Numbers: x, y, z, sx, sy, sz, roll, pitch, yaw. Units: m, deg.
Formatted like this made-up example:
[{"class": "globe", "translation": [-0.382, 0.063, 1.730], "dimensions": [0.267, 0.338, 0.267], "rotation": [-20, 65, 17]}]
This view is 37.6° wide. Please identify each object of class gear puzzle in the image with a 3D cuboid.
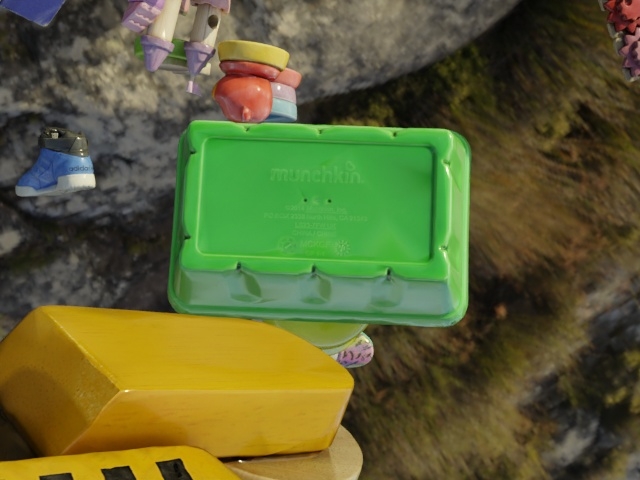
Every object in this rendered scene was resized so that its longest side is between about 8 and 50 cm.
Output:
[{"class": "gear puzzle", "translation": [0.541, -0.452, 1.582], "dimensions": [0.176, 0.338, 0.044], "rotation": [-24, -170, -14]}]

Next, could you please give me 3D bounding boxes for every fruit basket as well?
[{"class": "fruit basket", "translation": [0.000, 0.000, 1.168], "dimensions": [0.392, 0.282, 0.392], "rotation": [3, 172, 0]}]

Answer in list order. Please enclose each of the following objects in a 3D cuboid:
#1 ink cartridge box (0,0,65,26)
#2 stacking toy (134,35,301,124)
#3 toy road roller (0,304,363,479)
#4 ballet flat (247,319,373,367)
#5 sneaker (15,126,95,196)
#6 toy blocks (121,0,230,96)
[{"class": "ink cartridge box", "translation": [-0.253, -0.289, 0.739], "dimensions": [0.224, 0.045, 0.223], "rotation": [23, 118, -41]}, {"class": "stacking toy", "translation": [-0.182, -0.265, 1.677], "dimensions": [0.280, 0.130, 0.309], "rotation": [7, 179, 10]}, {"class": "toy road roller", "translation": [-0.084, 0.161, 0.357], "dimensions": [0.330, 0.241, 0.202], "rotation": [8, 106, -47]}, {"class": "ballet flat", "translation": [-0.033, 0.135, 1.369], "dimensions": [0.079, 0.222, 0.076], "rotation": [-26, 137, -61]}, {"class": "sneaker", "translation": [-0.346, -0.102, 1.213], "dimensions": [0.058, 0.084, 0.152], "rotation": [-6, 180, -44]}, {"class": "toy blocks", "translation": [-0.236, -0.389, 1.463], "dimensions": [0.289, 0.309, 0.260], "rotation": [18, 86, -52]}]
